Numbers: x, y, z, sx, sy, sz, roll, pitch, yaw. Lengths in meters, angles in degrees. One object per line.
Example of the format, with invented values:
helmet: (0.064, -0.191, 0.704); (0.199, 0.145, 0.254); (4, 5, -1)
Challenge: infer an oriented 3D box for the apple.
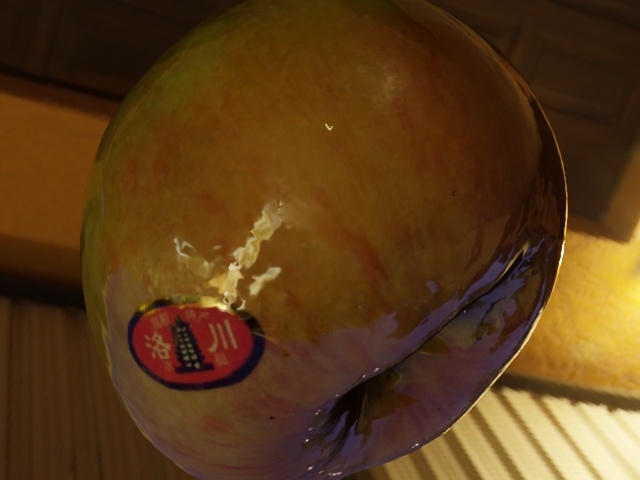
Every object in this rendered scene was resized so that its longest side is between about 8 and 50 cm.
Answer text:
apple: (0.000, 0.000, 0.567); (0.261, 0.261, 0.194); (-1, -132, -44)
